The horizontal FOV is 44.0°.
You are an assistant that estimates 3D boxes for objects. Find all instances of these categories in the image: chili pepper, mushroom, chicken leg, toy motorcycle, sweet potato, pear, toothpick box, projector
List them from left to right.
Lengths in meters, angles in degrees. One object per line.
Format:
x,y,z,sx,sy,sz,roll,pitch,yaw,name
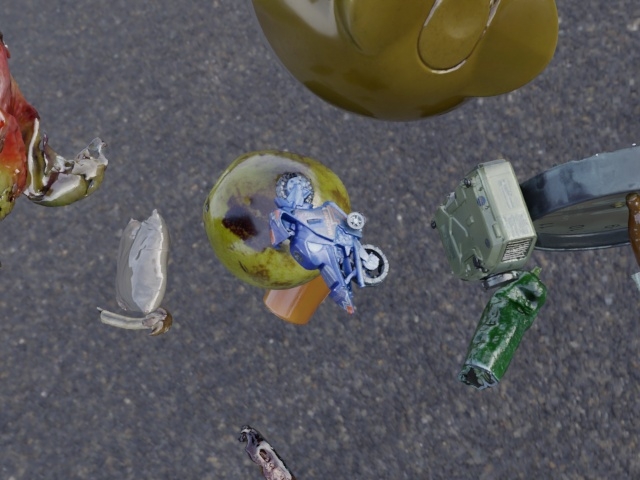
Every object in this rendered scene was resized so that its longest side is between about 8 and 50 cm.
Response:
-0.388,0.161,1.625,0.187,0.061,0.060,-1,96,24,mushroom
-0.084,-0.045,1.511,0.284,0.283,0.283,-12,51,15,pear
-0.080,0.467,1.556,0.051,0.253,0.106,-35,12,-14,chicken leg
0.000,0.000,1.086,0.205,0.076,0.114,45,62,3,toy motorcycle
0.107,-0.382,1.166,0.409,0.408,0.425,-34,36,-4,toothpick box
0.283,-0.012,1.394,0.088,0.269,0.193,-15,77,-11,projector
0.361,0.158,1.538,0.099,0.136,0.270,24,67,21,chili pepper
0.561,0.031,1.336,0.057,0.264,0.057,-28,28,16,sweet potato

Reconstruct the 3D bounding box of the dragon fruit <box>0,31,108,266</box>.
-0.236,-0.068,0.360,0.210,0.282,0.147,-67,20,10,dragon fruit

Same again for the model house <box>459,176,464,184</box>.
0.425,-0.105,2.049,0.117,0.167,0.088,-20,61,-6,model house

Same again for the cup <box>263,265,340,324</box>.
-0.017,0.078,2.034,0.182,0.226,0.263,37,102,36,cup

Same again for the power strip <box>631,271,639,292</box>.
0.225,0.016,0.463,0.083,0.027,0.017,-21,77,38,power strip

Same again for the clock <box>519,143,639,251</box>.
0.518,-0.064,1.377,0.387,0.386,0.076,-10,73,16,clock

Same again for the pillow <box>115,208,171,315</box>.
-0.303,0.037,1.340,0.270,0.067,0.173,172,107,-67,pillow
